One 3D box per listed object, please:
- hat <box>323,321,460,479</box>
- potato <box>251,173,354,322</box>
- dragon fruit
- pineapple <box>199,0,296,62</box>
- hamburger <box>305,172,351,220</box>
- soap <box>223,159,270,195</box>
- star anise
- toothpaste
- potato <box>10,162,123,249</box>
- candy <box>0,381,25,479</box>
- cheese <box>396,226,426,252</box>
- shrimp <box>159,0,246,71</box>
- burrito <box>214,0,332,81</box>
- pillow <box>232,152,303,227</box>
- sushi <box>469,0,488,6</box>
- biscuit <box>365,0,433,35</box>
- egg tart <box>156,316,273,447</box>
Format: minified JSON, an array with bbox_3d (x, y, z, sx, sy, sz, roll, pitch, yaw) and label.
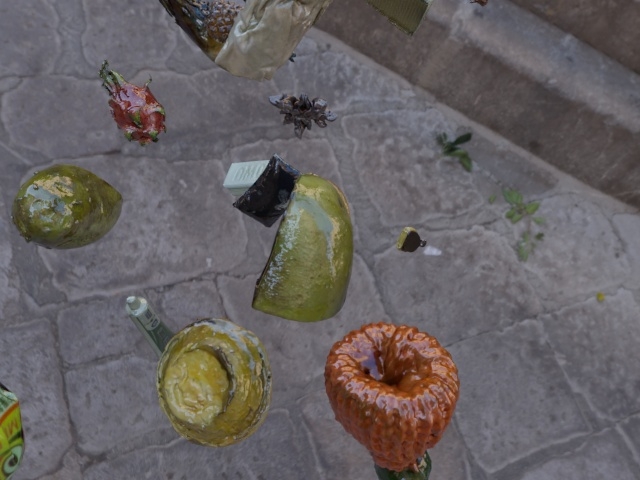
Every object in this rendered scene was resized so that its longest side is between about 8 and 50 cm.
[{"bbox_3d":[0.173,0.378,1.205,0.285,0.400,0.285,-8,44,8],"label":"hat"},{"bbox_3d":[0.000,0.000,1.279,0.212,0.280,0.330,19,27,-2],"label":"potato"},{"bbox_3d":[-0.491,-0.364,1.422,0.137,0.135,0.236,-29,109,-26],"label":"dragon fruit"},{"bbox_3d":[-0.147,-0.443,1.134,0.221,0.083,0.103,12,55,-25],"label":"pineapple"},{"bbox_3d":[0.018,-0.081,1.737,0.156,0.283,0.144,2,19,28],"label":"hamburger"},{"bbox_3d":[-0.245,-0.227,1.963,0.198,0.066,0.119,-1,56,28],"label":"soap"},{"bbox_3d":[-0.070,-0.497,2.096,0.282,0.212,0.129,11,69,-1],"label":"star anise"},{"bbox_3d":[-0.508,0.257,1.626,0.061,0.392,0.099,22,62,14],"label":"toothpaste"},{"bbox_3d":[-0.521,-0.071,1.131,0.141,0.298,0.176,12,97,3],"label":"potato"},{"bbox_3d":[-0.284,0.038,0.278,0.305,0.091,0.083,50,13,-17],"label":"candy"},{"bbox_3d":[0.318,0.003,1.843,0.036,0.086,0.162,27,11,38],"label":"cheese"},{"bbox_3d":[-0.256,-0.599,1.402,0.365,0.233,0.071,47,22,-30],"label":"shrimp"},{"bbox_3d":[-0.005,-0.390,0.759,0.117,0.392,0.076,22,23,-42],"label":"burrito"},{"bbox_3d":[-0.133,-0.131,1.520,0.141,0.208,0.055,35,27,-18],"label":"pillow"},{"bbox_3d":[0.345,-0.536,1.167,0.047,0.050,0.099,22,32,9],"label":"sushi"},{"bbox_3d":[0.161,-0.633,1.352,0.252,0.150,0.052,37,78,3],"label":"biscuit"},{"bbox_3d":[-0.294,0.367,1.407,0.345,0.132,0.345,-3,78,16],"label":"egg tart"}]
